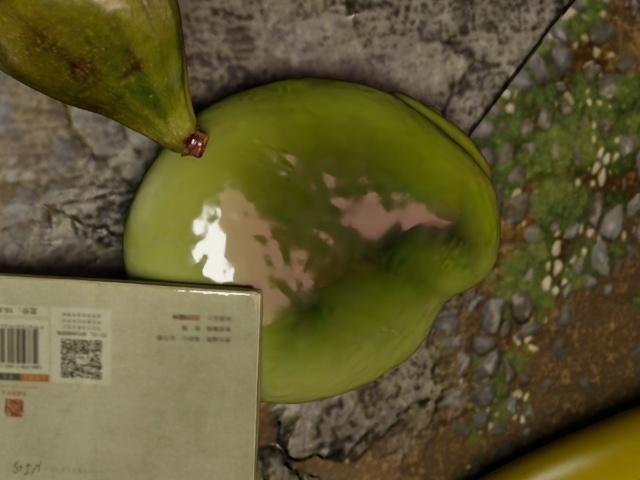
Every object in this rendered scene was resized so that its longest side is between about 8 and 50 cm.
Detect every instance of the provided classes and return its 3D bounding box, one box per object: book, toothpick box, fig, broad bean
[{"bbox_3d":[-0.147,0.160,0.886,0.215,0.025,0.282,4,106,-1],"label":"book"},{"bbox_3d":[0.243,0.239,1.088,0.271,0.175,0.175,-15,108,-18],"label":"toothpick box"},{"bbox_3d":[-0.146,-0.139,0.844,0.133,0.126,0.185,-35,130,7],"label":"fig"},{"bbox_3d":[0.000,0.000,0.943,0.291,0.119,0.238,-9,106,-23],"label":"broad bean"}]
